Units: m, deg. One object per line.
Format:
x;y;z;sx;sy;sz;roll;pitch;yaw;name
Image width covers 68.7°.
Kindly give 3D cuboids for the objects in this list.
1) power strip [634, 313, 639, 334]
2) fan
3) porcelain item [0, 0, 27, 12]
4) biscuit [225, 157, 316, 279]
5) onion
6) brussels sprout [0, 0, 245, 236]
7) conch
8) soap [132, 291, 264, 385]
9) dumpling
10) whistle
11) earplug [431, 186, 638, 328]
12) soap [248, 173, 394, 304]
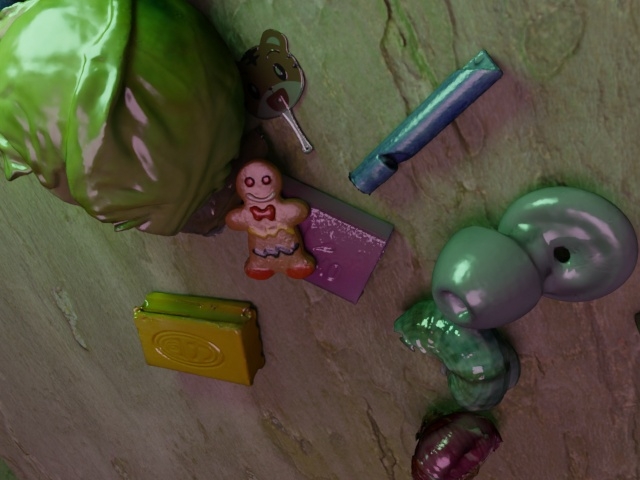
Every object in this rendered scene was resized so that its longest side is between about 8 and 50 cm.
0.669;0.228;0.814;0.257;0.105;0.070;40;125;-3;power strip
-0.077;-0.265;0.888;0.153;0.008;0.226;-26;105;29;fan
-0.548;-0.451;0.870;0.186;0.137;0.288;32;143;-10;porcelain item
-0.101;-0.032;0.894;0.166;0.036;0.249;-5;114;8;biscuit
0.286;0.459;1.052;0.163;0.230;0.229;52;131;33;onion
-0.331;-0.249;0.796;0.426;0.342;0.360;33;111;1;brussels sprout
0.287;0.228;0.929;0.278;0.220;0.195;16;87;-14;conch
-0.316;0.249;1.207;0.325;0.096;0.204;5;119;19;soap
-0.204;-0.087;0.989;0.332;0.086;0.165;-30;72;31;dumpling
0.170;-0.193;0.803;0.062;0.062;0.304;44;123;-6;whistle
0.348;0.041;0.795;0.326;0.175;0.214;-24;102;17;earplug
-0.001;0.001;0.961;0.260;0.081;0.181;27;123;5;soap
